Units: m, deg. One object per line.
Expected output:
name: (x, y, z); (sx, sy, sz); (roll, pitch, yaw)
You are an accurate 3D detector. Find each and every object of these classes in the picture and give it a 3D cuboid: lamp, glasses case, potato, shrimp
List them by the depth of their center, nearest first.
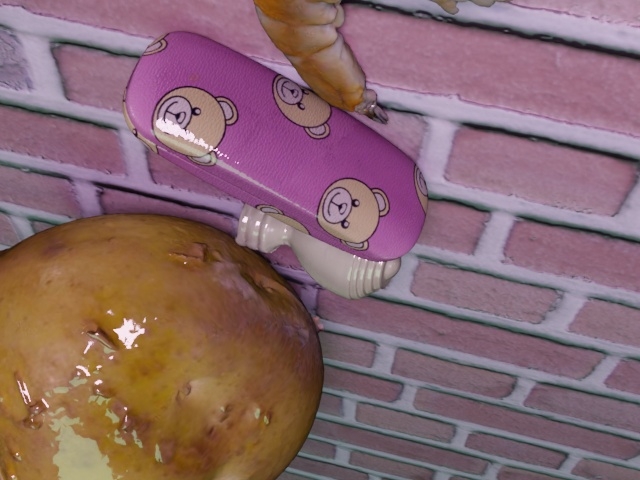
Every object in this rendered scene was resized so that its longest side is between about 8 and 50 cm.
shrimp: (0.030, -0.187, 0.693); (0.185, 0.068, 0.287); (25, 150, -11)
glasses case: (-0.034, -0.086, 0.828); (0.316, 0.123, 0.076); (27, 152, -18)
lamp: (0.000, 0.000, 0.984); (0.193, 0.106, 0.106); (19, 150, 15)
potato: (-0.173, 0.156, 1.043); (0.319, 0.385, 0.442); (-18, 147, 26)
